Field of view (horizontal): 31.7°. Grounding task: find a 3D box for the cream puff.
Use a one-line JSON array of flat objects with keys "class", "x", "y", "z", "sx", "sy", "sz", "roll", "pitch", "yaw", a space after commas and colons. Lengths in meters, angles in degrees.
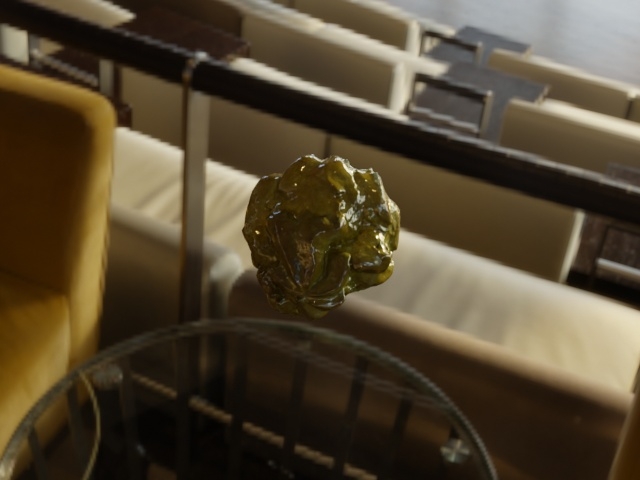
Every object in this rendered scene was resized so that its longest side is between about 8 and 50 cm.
[{"class": "cream puff", "x": 0.000, "y": 0.001, "z": 1.050, "sx": 0.156, "sy": 0.121, "sz": 0.156, "roll": -1, "pitch": 66, "yaw": 2}]
